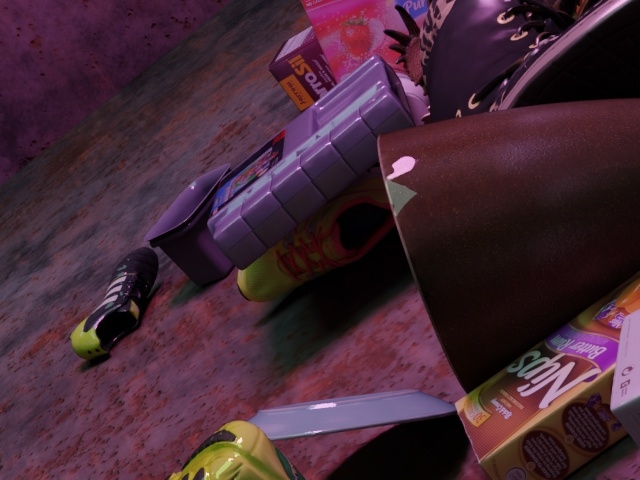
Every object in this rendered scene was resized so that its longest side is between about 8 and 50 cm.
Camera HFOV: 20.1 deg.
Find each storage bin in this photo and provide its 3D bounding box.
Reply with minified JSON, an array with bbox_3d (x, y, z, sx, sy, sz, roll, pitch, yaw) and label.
[{"bbox_3d":[-0.138,-0.011,2.178,0.098,0.091,0.135,-23,21,42],"label":"storage bin"}]

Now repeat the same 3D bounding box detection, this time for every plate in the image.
[{"bbox_3d":[0.016,0.134,1.399,0.188,0.024,0.188,-7,-4,0],"label":"plate"}]

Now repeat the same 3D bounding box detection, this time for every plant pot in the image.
[{"bbox_3d":[0.188,-0.019,1.371,0.230,0.215,0.215,-20,20,9],"label":"plant pot"}]

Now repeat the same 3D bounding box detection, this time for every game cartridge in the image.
[{"bbox_3d":[-0.011,-0.090,1.859,0.230,0.068,0.355,-35,10,7],"label":"game cartridge"}]

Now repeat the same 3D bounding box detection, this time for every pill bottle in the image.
[{"bbox_3d":[0.084,-0.153,2.102,0.086,0.086,0.152,-37,17,5],"label":"pill bottle"}]

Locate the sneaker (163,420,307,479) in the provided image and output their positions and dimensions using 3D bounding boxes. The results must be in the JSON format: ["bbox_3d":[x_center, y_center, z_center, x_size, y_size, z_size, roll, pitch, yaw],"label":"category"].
[{"bbox_3d":[-0.078,0.232,1.379,0.109,0.123,0.295,-53,3,-27],"label":"sneaker"}]

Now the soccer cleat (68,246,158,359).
[{"bbox_3d":[-0.241,0.078,2.229,0.072,0.060,0.179,-7,40,44],"label":"soccer cleat"}]

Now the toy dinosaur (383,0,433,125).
[{"bbox_3d":[0.168,-0.242,1.947,0.296,0.127,0.200,-62,32,31],"label":"toy dinosaur"}]

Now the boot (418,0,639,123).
[{"bbox_3d":[0.199,-0.164,1.562,0.377,0.138,0.284,-52,25,40],"label":"boot"}]

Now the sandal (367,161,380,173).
[{"bbox_3d":[-0.006,-0.051,2.069,0.254,0.054,0.097,-23,22,42],"label":"sandal"}]

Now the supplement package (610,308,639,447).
[{"bbox_3d":[0.276,0.072,1.060,0.179,0.105,0.105,-29,19,27],"label":"supplement package"}]

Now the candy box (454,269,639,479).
[{"bbox_3d":[0.189,0.099,1.266,0.186,0.053,0.109,-38,17,6],"label":"candy box"}]

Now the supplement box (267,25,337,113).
[{"bbox_3d":[0.036,-0.253,2.434,0.188,0.104,0.081,-28,19,32],"label":"supplement box"}]

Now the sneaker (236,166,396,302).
[{"bbox_3d":[0.000,0.000,1.880,0.208,0.081,0.094,-36,20,8],"label":"sneaker"}]

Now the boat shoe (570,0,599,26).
[{"bbox_3d":[0.299,-0.212,1.773,0.110,0.104,0.307,-34,17,15],"label":"boat shoe"}]

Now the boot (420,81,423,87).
[{"bbox_3d":[0.094,-0.203,2.282,0.084,0.059,0.158,-26,23,11],"label":"boot"}]

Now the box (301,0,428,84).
[{"bbox_3d":[0.137,-0.314,2.200,0.299,0.154,0.142,-19,20,12],"label":"box"}]
